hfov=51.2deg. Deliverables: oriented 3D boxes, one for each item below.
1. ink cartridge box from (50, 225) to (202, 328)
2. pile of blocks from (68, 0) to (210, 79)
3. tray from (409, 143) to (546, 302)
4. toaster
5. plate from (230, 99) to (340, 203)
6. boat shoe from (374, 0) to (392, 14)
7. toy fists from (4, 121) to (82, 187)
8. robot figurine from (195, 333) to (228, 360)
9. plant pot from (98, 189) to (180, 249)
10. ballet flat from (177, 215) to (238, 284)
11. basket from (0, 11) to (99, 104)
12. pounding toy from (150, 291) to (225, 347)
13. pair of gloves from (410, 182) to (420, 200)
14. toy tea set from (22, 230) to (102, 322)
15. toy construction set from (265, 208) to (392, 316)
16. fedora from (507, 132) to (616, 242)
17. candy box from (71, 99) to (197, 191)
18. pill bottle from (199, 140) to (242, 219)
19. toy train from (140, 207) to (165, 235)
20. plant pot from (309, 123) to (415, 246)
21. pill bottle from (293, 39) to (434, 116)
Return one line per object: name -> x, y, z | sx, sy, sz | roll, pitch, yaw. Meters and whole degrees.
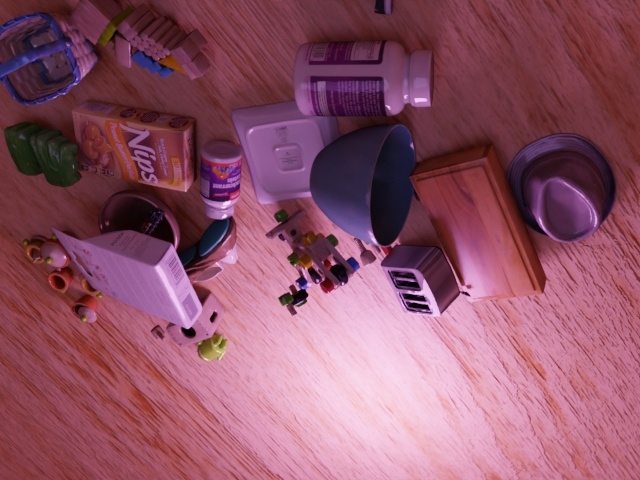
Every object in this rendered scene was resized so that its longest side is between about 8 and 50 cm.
ink cartridge box -> -0.548, 0.082, 1.911 | 0.385, 0.091, 0.308 | 18, 146, 24
pile of blocks -> -0.422, -0.497, 1.621 | 0.362, 0.113, 0.149 | 28, 143, 1
tray -> 0.399, -0.028, 1.672 | 0.202, 0.076, 0.411 | -12, 119, 35
toaster -> 0.269, 0.104, 1.761 | 0.185, 0.110, 0.168 | 3, 129, 49
plate -> -0.077, -0.221, 1.729 | 0.277, 0.045, 0.278 | -5, 119, 19
boat shoe -> 0.135, -0.563, 1.455 | 0.040, 0.049, 0.142 | 4, 124, 13
toy fists -> -0.762, -0.248, 1.828 | 0.279, 0.096, 0.142 | 20, 136, 33
robot figurine -> -0.349, 0.345, 2.141 | 0.115, 0.067, 0.101 | -35, 116, 30
plant pot -> -0.502, -0.053, 1.909 | 0.237, 0.110, 0.237 | 7, 124, 11
ballet flat -> -0.319, 0.046, 1.932 | 0.124, 0.116, 0.342 | 31, 127, -31
basket -> -0.706, -0.433, 1.616 | 0.254, 0.289, 0.201 | -15, 116, 22
pounding toy -> -0.418, 0.276, 2.048 | 0.206, 0.181, 0.094 | -22, 114, 26
pair of gloves -> 0.274, -0.133, 1.710 | 0.083, 0.010, 0.074 | -32, 110, 32
toy tea set -> -0.795, 0.123, 2.088 | 0.200, 0.124, 0.336 | -22, 113, 26
toy construction set -> 0.000, 0.000, 1.764 | 0.309, 0.257, 0.237 | -29, 99, 7
fedora -> 0.574, -0.102, 1.580 | 0.243, 0.124, 0.275 | -17, 115, 23
candy box -> -0.495, -0.255, 1.793 | 0.316, 0.087, 0.183 | 12, 125, 9
pill bottle -> -0.267, -0.158, 1.780 | 0.108, 0.108, 0.193 | 13, 124, 7
toy train -> -0.475, -0.034, 1.831 | 0.036, 0.027, 0.158 | 38, 123, -6
plant pot -> 0.089, -0.143, 1.608 | 0.195, 0.290, 0.290 | 11, 125, 26
pill bottle -> 0.102, -0.366, 1.514 | 0.301, 0.169, 0.169 | 3, 122, 14
